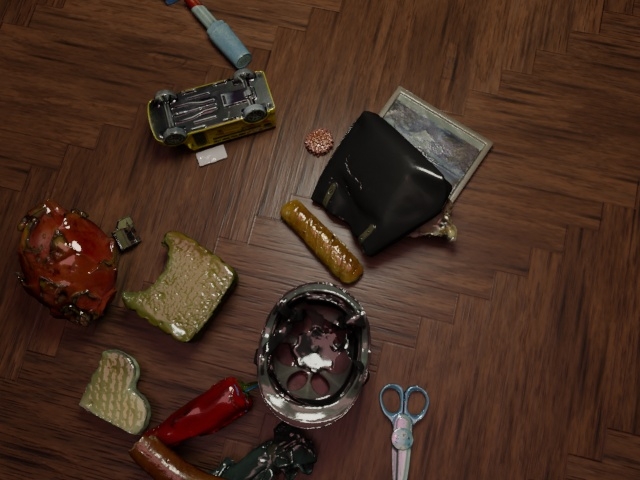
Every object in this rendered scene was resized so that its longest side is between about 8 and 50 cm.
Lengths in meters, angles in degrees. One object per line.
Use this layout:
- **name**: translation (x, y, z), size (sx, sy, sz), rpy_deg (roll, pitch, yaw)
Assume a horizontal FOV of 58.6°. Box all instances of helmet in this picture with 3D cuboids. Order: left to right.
- **helmet**: translation (-0.020, 0.274, 1.391), size (0.271, 0.197, 0.338), rpy_deg (8, 78, -2)

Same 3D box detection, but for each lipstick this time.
- **lipstick**: translation (-0.307, -0.621, 1.671), size (0.068, 0.061, 0.274), rpy_deg (-39, 79, -4)

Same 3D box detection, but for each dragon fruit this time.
- **dragon fruit**: translation (-0.643, 0.057, 1.457), size (0.315, 0.250, 0.250), rpy_deg (43, 82, -3)

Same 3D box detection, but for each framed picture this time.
- **framed picture**: translation (0.286, -0.262, 1.587), size (0.315, 0.024, 0.232), rpy_deg (33, 82, 10)

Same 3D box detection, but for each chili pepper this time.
- **chili pepper**: translation (-0.286, 0.429, 1.418), size (0.388, 0.110, 0.110), rpy_deg (-29, 78, -1)

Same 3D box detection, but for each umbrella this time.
- **umbrella**: translation (-0.174, 0.575, 1.383), size (0.349, 0.094, 0.143), rpy_deg (-35, 49, -9)

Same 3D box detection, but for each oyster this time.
- **oyster**: translation (0.284, -0.055, 1.513), size (0.163, 0.081, 0.191), rpy_deg (-35, 55, 4)

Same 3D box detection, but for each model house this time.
- **model house**: translation (-0.537, -0.018, 1.557), size (0.058, 0.057, 0.083), rpy_deg (-24, 97, 23)

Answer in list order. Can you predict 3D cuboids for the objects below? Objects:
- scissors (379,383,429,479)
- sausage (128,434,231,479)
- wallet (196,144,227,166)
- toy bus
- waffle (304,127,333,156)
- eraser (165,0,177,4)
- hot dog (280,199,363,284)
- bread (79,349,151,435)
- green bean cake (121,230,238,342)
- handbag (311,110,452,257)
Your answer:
- **scissors**: translation (0.204, 0.490, 1.419), size (0.125, 0.030, 0.255), rpy_deg (4, 75, 3)
- **sausage**: translation (-0.306, 0.549, 1.317), size (0.302, 0.076, 0.102), rpy_deg (26, 124, 12)
- **wallet**: translation (-0.308, -0.240, 1.613), size (0.083, 0.011, 0.044), rpy_deg (-19, 78, -3)
- **toy bus**: translation (-0.294, -0.346, 1.566), size (0.331, 0.152, 0.144), rpy_deg (-16, 72, -4)
- **waffle**: translation (-0.002, -0.278, 1.601), size (0.083, 0.029, 0.075), rpy_deg (-25, 78, -6)
- **eraser**: translation (-0.475, -0.878, 1.745), size (0.144, 0.042, 0.311), rpy_deg (-28, 78, -3)
- **hot dog**: translation (-0.001, 0.002, 1.524), size (0.286, 0.061, 0.087), rpy_deg (42, 94, 11)
- **bread**: translation (-0.525, 0.399, 1.453), size (0.173, 0.064, 0.231), rpy_deg (-24, 76, -3)
- **green bean cake**: translation (-0.357, 0.121, 1.477), size (0.233, 0.124, 0.236), rpy_deg (33, 81, 8)
- **handbag**: translation (0.146, -0.135, 1.488), size (0.288, 0.152, 0.342), rpy_deg (-46, 63, 10)
